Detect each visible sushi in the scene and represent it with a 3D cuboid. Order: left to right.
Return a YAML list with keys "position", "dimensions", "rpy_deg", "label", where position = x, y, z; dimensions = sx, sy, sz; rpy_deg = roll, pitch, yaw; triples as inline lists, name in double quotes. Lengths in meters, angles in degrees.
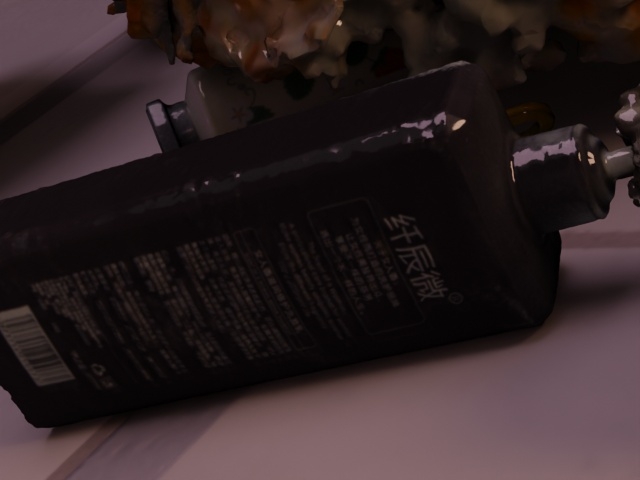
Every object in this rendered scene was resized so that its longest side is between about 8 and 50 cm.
- position: [0.069, -0.203, 0.741]
  dimensions: [0.418, 0.175, 0.417]
  rpy_deg: [-16, 27, 9]
  label: "sushi"

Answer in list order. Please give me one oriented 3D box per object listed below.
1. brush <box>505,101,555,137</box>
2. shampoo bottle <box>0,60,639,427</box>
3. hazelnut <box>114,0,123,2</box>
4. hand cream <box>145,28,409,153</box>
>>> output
- position: [0.006, -0.025, 0.660]
  dimensions: [0.218, 0.082, 0.010]
  rpy_deg: [-19, 60, -2]
  label: "brush"
- position: [0.000, 0.001, 0.554]
  dimensions: [0.310, 0.098, 0.071]
  rpy_deg: [-14, 29, 25]
  label: "shampoo bottle"
- position: [-0.112, -0.271, 1.150]
  dimensions: [0.214, 0.176, 0.214]
  rpy_deg: [10, 35, -7]
  label: "hazelnut"
- position: [0.035, -0.108, 0.817]
  dimensions: [0.276, 0.059, 0.095]
  rpy_deg: [-22, 24, -5]
  label: "hand cream"
